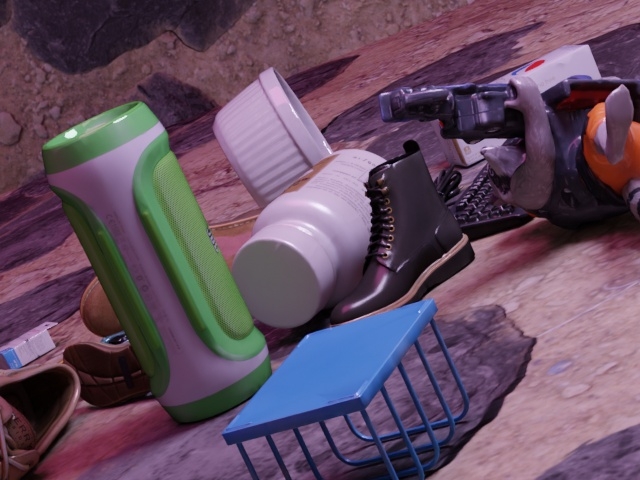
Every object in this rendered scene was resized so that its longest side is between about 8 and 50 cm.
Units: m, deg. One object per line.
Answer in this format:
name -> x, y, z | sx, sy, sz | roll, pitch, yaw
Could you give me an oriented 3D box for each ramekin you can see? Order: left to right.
ramekin -> -0.051, -0.111, 2.260 | 0.109, 0.207, 0.207 | -33, 12, 6

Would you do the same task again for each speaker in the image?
speaker -> -0.156, 0.021, 1.675 | 0.131, 0.296, 0.131 | -24, 13, 6

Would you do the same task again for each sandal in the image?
sandal -> -0.202, 0.133, 1.848 | 0.180, 0.072, 0.049 | -13, 2, 38

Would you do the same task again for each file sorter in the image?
file sorter -> 0.028, 0.136, 1.307 | 0.118, 0.104, 0.170 | -18, 14, 28

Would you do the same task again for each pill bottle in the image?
pill bottle -> 0.000, 0.000, 1.851 | 0.131, 0.131, 0.229 | -17, 15, 31

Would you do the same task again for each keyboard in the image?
keyboard -> 0.188, -0.062, 1.990 | 0.201, 0.033, 0.317 | -18, 13, 27

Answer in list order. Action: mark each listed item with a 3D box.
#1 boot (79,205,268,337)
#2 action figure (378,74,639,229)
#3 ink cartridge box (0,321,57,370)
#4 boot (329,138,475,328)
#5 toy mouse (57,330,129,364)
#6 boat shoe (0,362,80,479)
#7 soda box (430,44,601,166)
boot -> -0.141, 0.046, 2.014 | 0.305, 0.112, 0.115 | -21, 23, 6
action figure -> 0.232, -0.072, 1.637 | 0.341, 0.178, 0.330 | -3, -1, -21
ink cartridge box -> -0.373, 0.136, 2.231 | 0.083, 0.028, 0.048 | -31, 14, -25
boot -> 0.056, 0.000, 1.736 | 0.077, 0.137, 0.198 | -12, 19, 46
toy mouse -> -0.243, 0.139, 1.971 | 0.143, 0.031, 0.161 | -22, 13, 12
boat shoe -> -0.338, 0.195, 1.715 | 0.110, 0.122, 0.341 | -21, 12, 18
soda box -> 0.251, -0.173, 2.217 | 0.216, 0.074, 0.069 | -27, 13, -13
